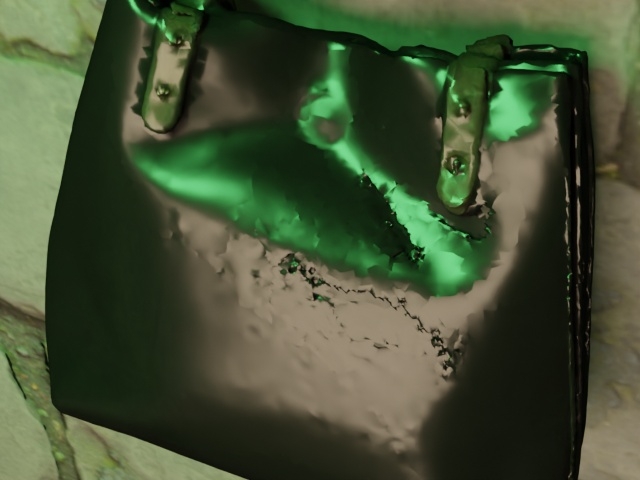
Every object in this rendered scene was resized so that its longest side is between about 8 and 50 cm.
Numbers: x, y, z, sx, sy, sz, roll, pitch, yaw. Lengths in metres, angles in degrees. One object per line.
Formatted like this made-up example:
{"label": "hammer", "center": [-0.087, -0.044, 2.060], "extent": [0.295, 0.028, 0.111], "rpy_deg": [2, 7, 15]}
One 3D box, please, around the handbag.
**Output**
{"label": "handbag", "center": [0.000, 0.000, 0.707], "extent": [0.342, 0.152, 0.288], "rpy_deg": [16, 124, 13]}
